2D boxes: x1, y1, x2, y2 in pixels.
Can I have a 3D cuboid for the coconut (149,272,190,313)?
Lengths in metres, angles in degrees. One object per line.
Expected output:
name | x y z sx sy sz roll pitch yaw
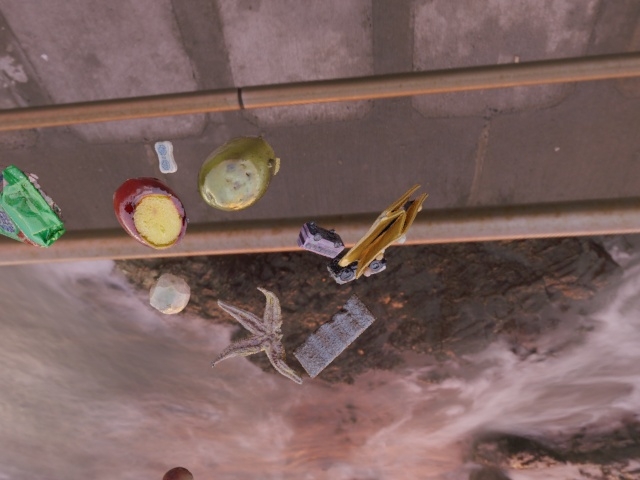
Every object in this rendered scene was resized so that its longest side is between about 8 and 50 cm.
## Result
coconut | -0.707 0.257 2.045 0.195 0.194 0.194 1 134 2

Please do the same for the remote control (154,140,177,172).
remote control | -0.598 -0.322 1.682 0.075 0.032 0.122 -2 108 21

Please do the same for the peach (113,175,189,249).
peach | -0.501 -0.079 1.299 0.196 0.190 0.226 -41 82 21

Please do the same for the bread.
bread | 0.067 0.447 2.052 0.417 0.165 0.113 -43 163 -5

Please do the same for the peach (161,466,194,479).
peach | -0.357 0.605 1.080 0.083 0.083 0.083 1 134 2

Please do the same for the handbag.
handbag | 0.251 -0.031 1.704 0.133 0.283 0.401 39 142 2

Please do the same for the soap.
soap | -0.718 -0.087 0.992 0.274 0.098 0.217 15 141 26

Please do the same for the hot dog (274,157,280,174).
hot dog | -0.229 -0.276 1.753 0.169 0.078 0.061 -45 162 24

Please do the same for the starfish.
starfish | -0.263 0.394 1.828 0.385 0.397 0.132 -2 175 4

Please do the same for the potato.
potato | -0.187 -0.155 0.994 0.149 0.228 0.197 41 87 -21

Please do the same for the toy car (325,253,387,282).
toy car | 0.189 0.124 2.196 0.302 0.193 0.117 -14 116 -14

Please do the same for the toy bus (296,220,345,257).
toy bus | 0.000 0.000 1.864 0.199 0.096 0.108 19 122 -36
